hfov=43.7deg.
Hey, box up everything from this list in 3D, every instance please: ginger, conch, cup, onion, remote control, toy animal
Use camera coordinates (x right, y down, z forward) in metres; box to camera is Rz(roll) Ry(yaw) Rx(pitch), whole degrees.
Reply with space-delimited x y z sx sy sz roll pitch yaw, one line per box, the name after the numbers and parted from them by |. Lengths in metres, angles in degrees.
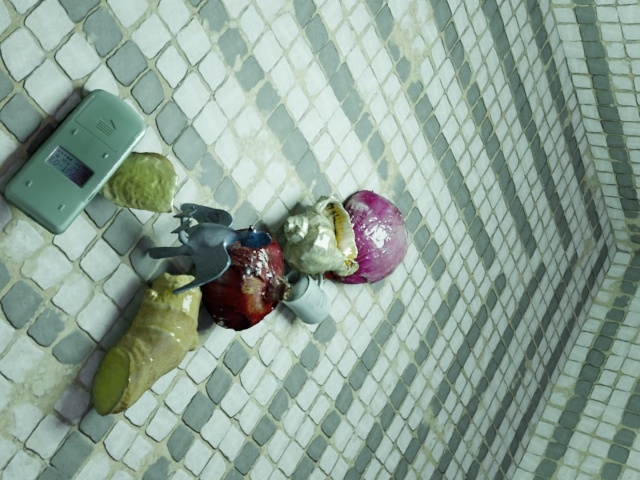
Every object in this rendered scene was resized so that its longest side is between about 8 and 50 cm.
-0.392 -0.140 1.653 0.193 0.123 0.115 14 109 -18 | ginger
-0.016 0.002 2.080 0.291 0.158 0.210 49 34 -53 | conch
-0.030 0.140 2.128 0.136 0.099 0.133 -46 134 -7 | cup
-0.370 0.228 1.732 0.354 0.126 0.190 -52 131 -24 | ginger
-0.168 0.091 1.866 0.252 0.219 0.252 -33 131 -48 | onion
0.129 0.025 2.255 0.348 0.159 0.267 -45 128 -35 | onion
-0.466 -0.159 1.535 0.140 0.056 0.296 39 65 -12 | remote control
-0.247 0.009 1.733 0.176 0.255 0.239 45 35 -37 | toy animal
